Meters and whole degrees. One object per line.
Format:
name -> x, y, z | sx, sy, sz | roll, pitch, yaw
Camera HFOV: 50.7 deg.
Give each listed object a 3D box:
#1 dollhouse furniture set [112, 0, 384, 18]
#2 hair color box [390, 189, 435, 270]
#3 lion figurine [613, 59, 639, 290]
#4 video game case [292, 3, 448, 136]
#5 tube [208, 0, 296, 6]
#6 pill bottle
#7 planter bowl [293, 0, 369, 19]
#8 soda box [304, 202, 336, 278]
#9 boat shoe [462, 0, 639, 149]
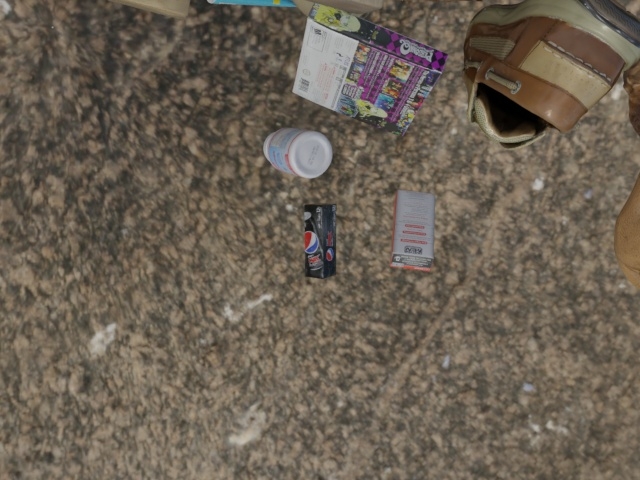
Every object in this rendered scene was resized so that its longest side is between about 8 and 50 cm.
dollhouse furniture set -> -0.014, -0.161, 0.270 | 0.151, 0.123, 0.144 | 7, 97, -25
hair color box -> 0.161, -0.019, 1.172 | 0.072, 0.141, 0.043 | 8, 144, 3
lion figurine -> 0.426, -0.073, 0.784 | 0.142, 0.240, 0.392 | 29, 82, -47
video game case -> 0.067, -0.262, 1.069 | 0.210, 0.232, 0.042 | 22, 74, -1
tube -> -0.149, -0.534, 1.461 | 0.207, 0.080, 0.052 | -12, 150, -39
pill bottle -> -0.050, -0.170, 1.290 | 0.087, 0.160, 0.087 | -6, 104, -26
planter bowl -> 0.028, -0.420, 1.111 | 0.162, 0.109, 0.162 | -13, 144, -10
soda box -> 0.000, 0.000, 1.542 | 0.060, 0.053, 0.169 | -12, 104, -55
boat shoe -> 0.189, -0.157, 0.663 | 0.122, 0.324, 0.120 | 30, 96, -2
